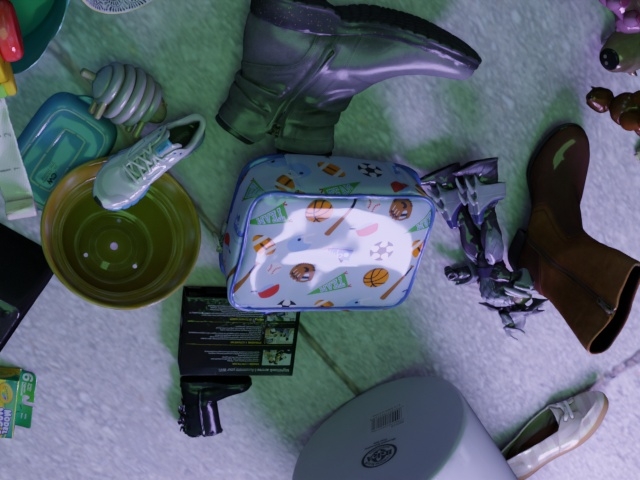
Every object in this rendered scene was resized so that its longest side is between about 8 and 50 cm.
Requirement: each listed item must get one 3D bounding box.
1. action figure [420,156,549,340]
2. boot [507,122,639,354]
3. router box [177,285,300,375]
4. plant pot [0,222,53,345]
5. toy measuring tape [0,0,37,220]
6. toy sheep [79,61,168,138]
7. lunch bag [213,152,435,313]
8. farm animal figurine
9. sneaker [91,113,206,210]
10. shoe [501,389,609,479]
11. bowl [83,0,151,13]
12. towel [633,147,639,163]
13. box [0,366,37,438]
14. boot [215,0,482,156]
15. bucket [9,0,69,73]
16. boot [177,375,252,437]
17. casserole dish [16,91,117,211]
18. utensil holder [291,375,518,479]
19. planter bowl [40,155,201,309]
[{"bbox_3d":[0.246,0.021,1.445,0.099,0.185,0.285,-26,100,-28],"label":"action figure"},{"bbox_3d":[0.374,-0.013,1.387,0.096,0.280,0.264,16,107,-18],"label":"boot"},{"bbox_3d":[-0.125,0.140,1.474,0.179,0.046,0.133,3,110,-13],"label":"router box"},{"bbox_3d":[-0.487,0.082,1.312,0.188,0.167,0.187,32,102,-22],"label":"plant pot"},{"bbox_3d":[-0.375,-0.163,1.068,0.121,0.121,0.330,-11,113,-7],"label":"toy measuring tape"},{"bbox_3d":[-0.264,-0.194,1.293,0.132,0.091,0.091,25,105,-37],"label":"toy sheep"},{"bbox_3d":[0.000,0.000,1.385,0.303,0.115,0.243,2,127,-19],"label":"lunch bag"},{"bbox_3d":[0.488,-0.309,1.369,0.326,0.172,0.330,-5,105,-23],"label":"farm animal figurine"},{"bbox_3d":[-0.229,-0.115,1.298,0.190,0.083,0.071,-44,97,-20],"label":"sneaker"},{"bbox_3d":[0.394,0.326,1.637,0.219,0.076,0.058,-41,118,8],"label":"shoe"},{"bbox_3d":[-0.252,-0.378,1.212,0.170,0.080,0.170,-33,158,-15],"label":"bowl"},{"bbox_3d":[0.576,-0.143,1.517,0.148,0.027,0.110,-36,113,5],"label":"towel"},{"bbox_3d":[-0.519,0.239,1.435,0.179,0.043,0.105,6,110,-15],"label":"box"},{"bbox_3d":[0.037,-0.216,1.348,0.338,0.118,0.223,12,115,-9],"label":"boot"},{"bbox_3d":[-0.434,-0.326,1.154,0.281,0.183,0.281,-4,112,-9],"label":"bucket"},{"bbox_3d":[-0.167,0.259,1.513,0.121,0.045,0.099,-1,109,-3],"label":"boot"},{"bbox_3d":[-0.363,-0.115,1.331,0.114,0.037,0.188,34,102,-21],"label":"casserole dish"},{"bbox_3d":[0.177,0.456,1.511,0.327,0.327,0.385,-32,113,2],"label":"utensil holder"},{"bbox_3d":[-0.282,-0.002,1.342,0.217,0.090,0.217,6,74,-20],"label":"planter bowl"}]
